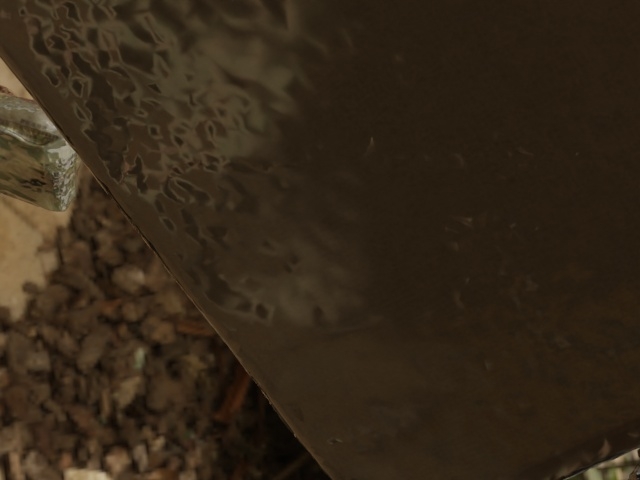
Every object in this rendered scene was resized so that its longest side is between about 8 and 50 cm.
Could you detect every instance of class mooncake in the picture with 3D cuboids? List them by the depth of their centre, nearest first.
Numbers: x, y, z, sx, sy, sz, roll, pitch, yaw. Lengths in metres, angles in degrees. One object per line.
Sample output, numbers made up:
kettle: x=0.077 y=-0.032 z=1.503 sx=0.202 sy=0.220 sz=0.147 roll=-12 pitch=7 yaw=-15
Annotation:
mooncake: x=-0.297 y=-0.092 z=1.208 sx=0.125 sy=0.130 sz=0.073 roll=116 pitch=-4 yaw=-53

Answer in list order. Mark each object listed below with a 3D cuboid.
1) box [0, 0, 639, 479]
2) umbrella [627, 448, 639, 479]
box: x=0.049 y=-0.078 z=0.564 sx=0.345 sy=0.251 sz=0.204 roll=55 pitch=21 yaw=-13
umbrella: x=0.365 y=0.197 z=1.224 sx=0.080 sy=0.224 sz=0.071 roll=36 pitch=-8 yaw=-1
